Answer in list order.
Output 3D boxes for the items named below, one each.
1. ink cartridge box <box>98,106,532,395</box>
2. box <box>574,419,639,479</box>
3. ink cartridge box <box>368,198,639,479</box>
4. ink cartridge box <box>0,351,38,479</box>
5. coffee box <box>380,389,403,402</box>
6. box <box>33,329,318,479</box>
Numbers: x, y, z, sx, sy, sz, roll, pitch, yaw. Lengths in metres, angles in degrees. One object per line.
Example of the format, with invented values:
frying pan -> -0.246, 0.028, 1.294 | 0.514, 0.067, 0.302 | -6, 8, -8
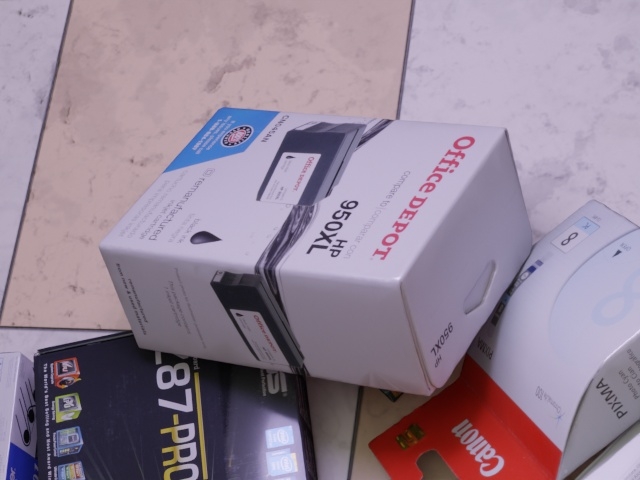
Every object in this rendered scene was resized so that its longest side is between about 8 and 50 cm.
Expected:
ink cartridge box -> 0.000, 0.000, 1.864 | 0.394, 0.166, 0.285 | 6, 41, 31
box -> 0.346, 0.278, 1.703 | 0.182, 0.181, 0.119 | -44, 61, -6
ink cartridge box -> 0.223, 0.134, 1.768 | 0.385, 0.091, 0.308 | -37, 21, -2
ink cartridge box -> -0.373, 0.248, 2.002 | 0.046, 0.097, 0.207 | -5, 64, 16
coffee box -> 0.062, 0.094, 1.963 | 0.113, 0.040, 0.184 | -45, 60, -7
box -> -0.162, 0.285, 1.894 | 0.318, 0.097, 0.395 | -10, 59, 6
